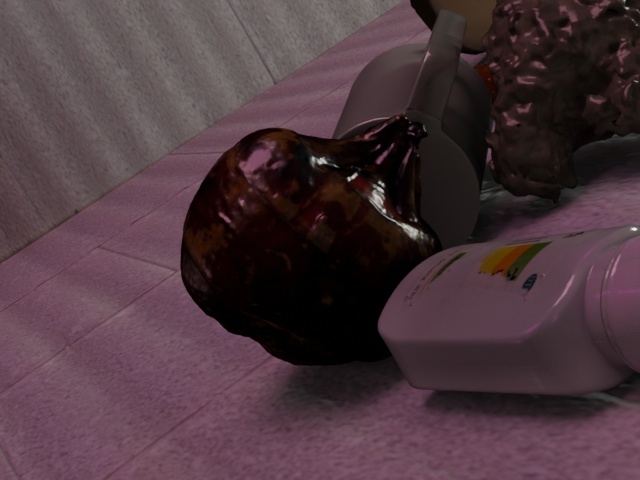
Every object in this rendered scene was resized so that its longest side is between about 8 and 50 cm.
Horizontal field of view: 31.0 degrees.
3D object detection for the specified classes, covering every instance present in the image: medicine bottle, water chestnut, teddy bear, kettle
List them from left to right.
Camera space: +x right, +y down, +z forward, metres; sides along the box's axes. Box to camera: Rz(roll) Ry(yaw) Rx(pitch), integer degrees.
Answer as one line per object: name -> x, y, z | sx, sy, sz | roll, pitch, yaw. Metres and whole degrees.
water chestnut -> 0.000, 0.000, 1.197 | 0.289, 0.289, 0.244 | -13, 49, 49
kettle -> 0.130, -0.129, 1.446 | 0.265, 0.205, 0.318 | -39, 11, 24
medicine bottle -> 0.188, 0.057, 0.952 | 0.161, 0.111, 0.296 | -39, 18, -29
teddy bear -> 0.375, -0.221, 1.370 | 0.367, 0.224, 0.357 | -2, 35, 7

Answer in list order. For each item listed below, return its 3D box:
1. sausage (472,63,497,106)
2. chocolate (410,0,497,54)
sausage -> 0.303, -0.252, 1.785 | 0.302, 0.076, 0.103 | -15, 12, 42
chocolate -> 0.353, -0.537, 2.141 | 0.314, 0.326, 0.297 | 1, -16, -45
